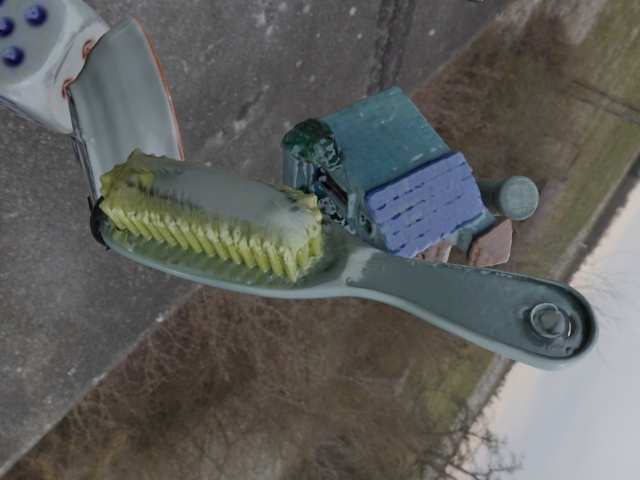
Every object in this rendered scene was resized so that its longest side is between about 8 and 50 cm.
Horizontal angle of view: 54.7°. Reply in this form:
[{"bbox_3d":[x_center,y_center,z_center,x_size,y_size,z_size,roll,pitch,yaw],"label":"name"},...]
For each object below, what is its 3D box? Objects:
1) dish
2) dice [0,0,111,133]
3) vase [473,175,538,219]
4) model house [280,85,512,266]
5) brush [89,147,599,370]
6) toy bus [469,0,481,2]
[{"bbox_3d":[-0.214,-0.096,0.651,0.085,0.260,0.260,-14,141,-23],"label":"dish"},{"bbox_3d":[-0.452,-0.296,0.987,0.193,0.194,0.192,93,20,-84],"label":"dice"},{"bbox_3d":[0.306,-0.078,1.133,0.096,0.096,0.219,-59,-166,-4],"label":"vase"},{"bbox_3d":[0.129,-0.031,0.998,0.251,0.329,0.295,-31,155,-21],"label":"model house"},{"bbox_3d":[0.000,0.000,0.330,0.060,0.297,0.068,84,24,-58],"label":"brush"},{"bbox_3d":[0.155,-0.346,0.654,0.275,0.167,0.138,-96,-165,-78],"label":"toy bus"}]
